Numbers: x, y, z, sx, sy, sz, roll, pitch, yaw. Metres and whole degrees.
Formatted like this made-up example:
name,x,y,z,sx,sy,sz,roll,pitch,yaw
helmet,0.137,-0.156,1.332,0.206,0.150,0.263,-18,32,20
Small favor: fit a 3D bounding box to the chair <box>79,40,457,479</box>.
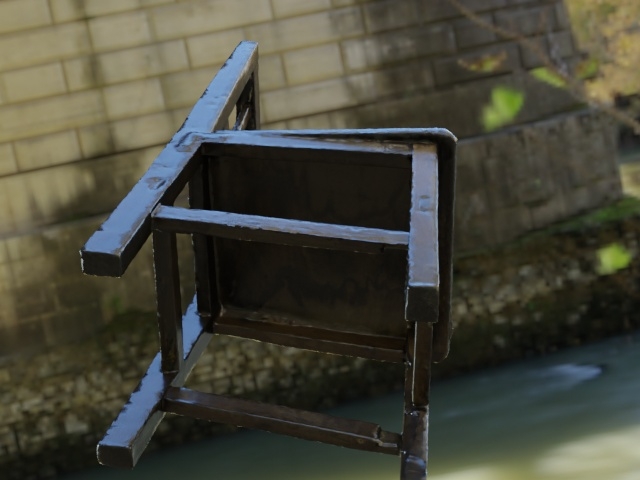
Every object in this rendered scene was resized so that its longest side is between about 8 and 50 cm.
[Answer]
name,x,y,z,sx,sy,sz,roll,pitch,yaw
chair,0.000,0.000,1.017,0.240,0.203,0.416,4,29,11
